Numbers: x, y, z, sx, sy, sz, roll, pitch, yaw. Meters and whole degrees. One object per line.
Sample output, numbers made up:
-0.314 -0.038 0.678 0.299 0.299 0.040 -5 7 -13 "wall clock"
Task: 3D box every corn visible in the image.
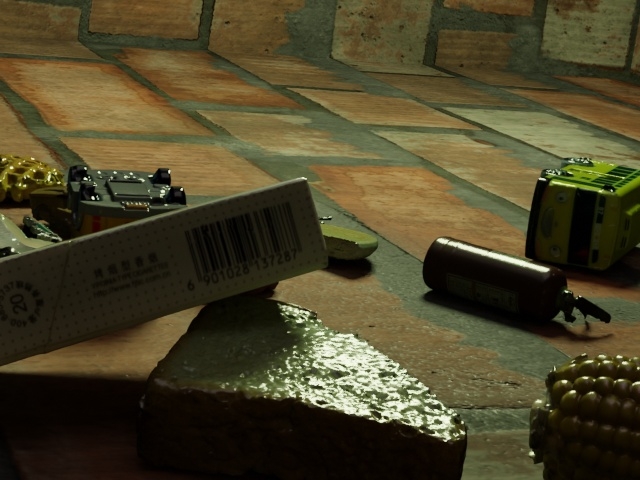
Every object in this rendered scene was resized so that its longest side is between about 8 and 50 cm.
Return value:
0.366 0.186 1.229 0.387 0.144 0.144 10 14 11 "corn"

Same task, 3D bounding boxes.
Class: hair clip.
-0.369 0.006 1.718 0.159 0.071 0.218 -3 23 -38 "hair clip"

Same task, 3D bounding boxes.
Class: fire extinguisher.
0.246 0.058 1.831 0.231 0.071 0.099 16 -11 30 "fire extinguisher"

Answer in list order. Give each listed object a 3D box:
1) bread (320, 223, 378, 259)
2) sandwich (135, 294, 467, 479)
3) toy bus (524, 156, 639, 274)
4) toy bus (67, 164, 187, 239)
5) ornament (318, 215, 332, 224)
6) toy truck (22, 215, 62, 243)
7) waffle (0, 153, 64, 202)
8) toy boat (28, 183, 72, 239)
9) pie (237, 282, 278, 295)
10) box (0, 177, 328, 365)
0.005 0.001 1.996 0.193 0.036 0.112 13 10 36 "bread"
0.001 0.139 1.310 0.288 0.099 0.254 10 15 13 "sandwich"
0.396 -0.041 2.156 0.150 0.128 0.262 13 15 21 "toy bus"
-0.228 -0.010 1.708 0.126 0.136 0.209 1 14 -15 "toy bus"
-0.054 -0.034 2.115 0.125 0.028 0.073 0 15 -33 "ornament"
-0.346 -0.001 1.823 0.044 0.039 0.083 15 7 -30 "toy truck"
-0.449 -0.094 2.113 0.149 0.051 0.194 1 16 -28 "waffle"
-0.299 -0.027 1.904 0.206 0.064 0.072 18 32 37 "toy boat"
-0.121 0.036 1.789 0.153 0.038 0.153 10 14 -2 "pie"
-0.186 0.033 1.382 0.330 0.095 0.210 -18 2 -26 "box"
